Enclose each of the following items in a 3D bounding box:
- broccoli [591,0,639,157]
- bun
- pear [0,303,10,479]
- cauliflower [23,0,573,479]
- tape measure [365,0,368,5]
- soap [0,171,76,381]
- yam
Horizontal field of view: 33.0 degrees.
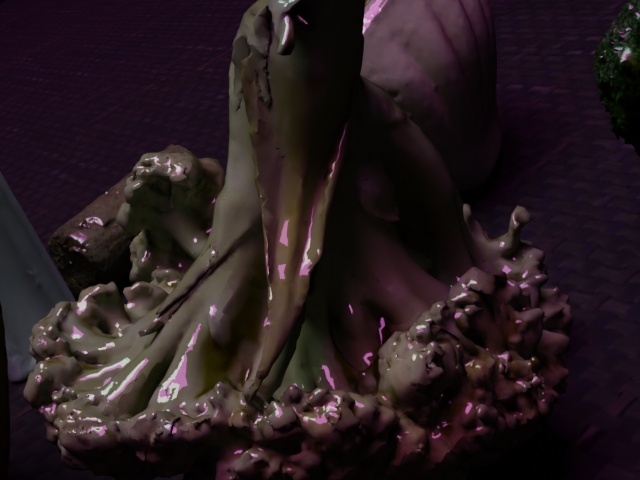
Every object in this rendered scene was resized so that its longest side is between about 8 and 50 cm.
[{"bbox_3d":[0.320,-0.086,0.616,0.297,0.297,0.297,-12,59,21],"label":"broccoli"},{"bbox_3d":[0.077,-0.111,0.933,0.263,0.175,0.263,-53,3,3],"label":"bun"},{"bbox_3d":[-0.366,0.119,0.623,0.418,0.362,0.362,-53,31,-3],"label":"pear"},{"bbox_3d":[-0.009,0.016,0.618,0.327,0.281,0.260,-10,-3,-37],"label":"cauliflower"},{"bbox_3d":[0.142,-0.262,1.230,0.330,0.084,0.164,-7,32,33],"label":"tape measure"},{"bbox_3d":[-0.312,-0.022,0.938,0.087,0.265,0.160,-32,28,-18],"label":"soap"},{"bbox_3d":[-0.184,-0.021,1.050,0.078,0.078,0.179,-1,32,38],"label":"yam"}]
